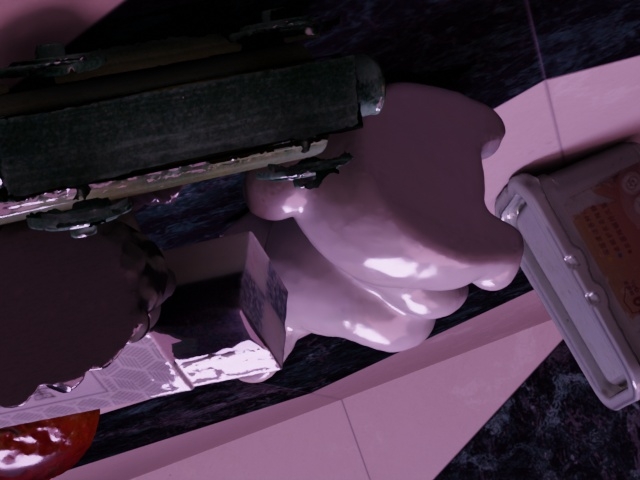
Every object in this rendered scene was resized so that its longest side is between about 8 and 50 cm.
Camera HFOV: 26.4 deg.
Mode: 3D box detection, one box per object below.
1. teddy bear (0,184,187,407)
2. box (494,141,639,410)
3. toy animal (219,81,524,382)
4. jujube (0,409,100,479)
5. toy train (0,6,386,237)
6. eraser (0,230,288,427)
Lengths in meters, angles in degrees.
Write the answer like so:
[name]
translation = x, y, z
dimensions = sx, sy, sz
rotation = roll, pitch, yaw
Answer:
[teddy bear]
translation = -0.167, 0.014, 1.057
dimensions = 0.171, 0.144, 0.251
rotation = -35, -168, 19
[box]
translation = 0.378, 0.032, 1.724
dimensions = 0.182, 0.312, 0.175
rotation = -27, 168, -10
[toy animal]
translation = 0.011, 0.000, 1.288
dimensions = 0.241, 0.196, 0.367
rotation = 9, 154, -19
[jujube]
translation = -0.390, 0.203, 1.602
dimensions = 0.255, 0.190, 0.190
rotation = 12, 150, -35
[toy train]
translation = -0.111, -0.091, 0.941
dimensions = 0.307, 0.126, 0.189
rotation = -14, -162, -23
[eraser]
translation = -0.232, 0.092, 1.218
dimensions = 0.404, 0.098, 0.096
rotation = -12, 134, 17
